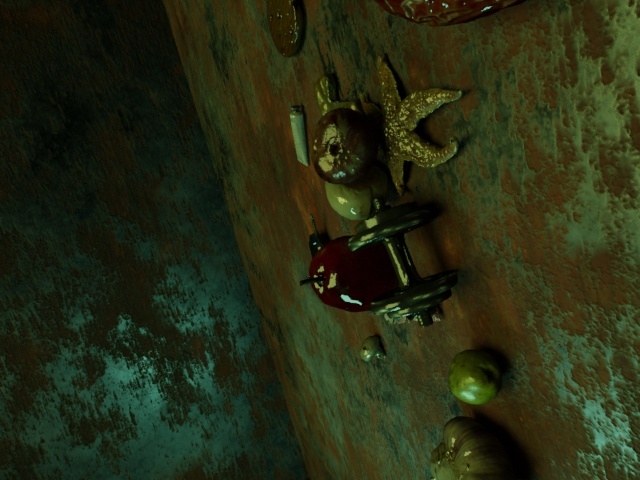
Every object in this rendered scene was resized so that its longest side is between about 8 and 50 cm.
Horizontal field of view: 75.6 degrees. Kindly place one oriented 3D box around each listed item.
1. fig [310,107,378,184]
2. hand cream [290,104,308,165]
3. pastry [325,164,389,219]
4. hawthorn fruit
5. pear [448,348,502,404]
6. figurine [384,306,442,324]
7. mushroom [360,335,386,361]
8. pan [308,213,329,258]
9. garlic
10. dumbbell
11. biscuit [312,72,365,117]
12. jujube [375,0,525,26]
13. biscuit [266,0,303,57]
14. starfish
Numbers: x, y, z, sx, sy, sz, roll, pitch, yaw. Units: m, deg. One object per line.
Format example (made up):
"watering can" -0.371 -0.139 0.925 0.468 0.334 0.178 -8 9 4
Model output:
"fig" 0.047 -0.222 0.929 0.230 0.144 0.160 -101 18 -63
"hand cream" -0.066 -0.336 1.326 0.067 0.042 0.194 36 145 42
"pastry" 0.087 -0.121 0.987 0.156 0.157 0.091 55 153 35
"hawthorn fruit" 0.061 0.085 1.080 0.230 0.266 0.210 19 106 58
"pear" 0.313 0.277 0.842 0.131 0.107 0.107 102 144 -69
"figurine" 0.215 0.165 0.956 0.072 0.129 0.054 -138 49 -57
"mushroom" 0.167 0.343 1.287 0.079 0.085 0.085 27 143 10
"pan" 0.008 0.011 1.404 0.128 0.048 0.201 54 154 33
"garlic" 0.345 0.516 0.902 0.245 0.161 0.244 180 90 -80
"dumbbell" 0.171 0.045 0.875 0.289 0.192 0.192 69 157 5
"biscuit" 0.043 -0.352 1.058 0.183 0.039 0.174 70 159 2
"jujube" 0.178 -0.381 0.532 0.290 0.197 0.197 27 133 39
"biscuit" -0.102 -0.633 1.174 0.212 0.036 0.212 50 151 43
"starfish" 0.160 -0.245 0.849 0.302 0.061 0.299 61 158 25
